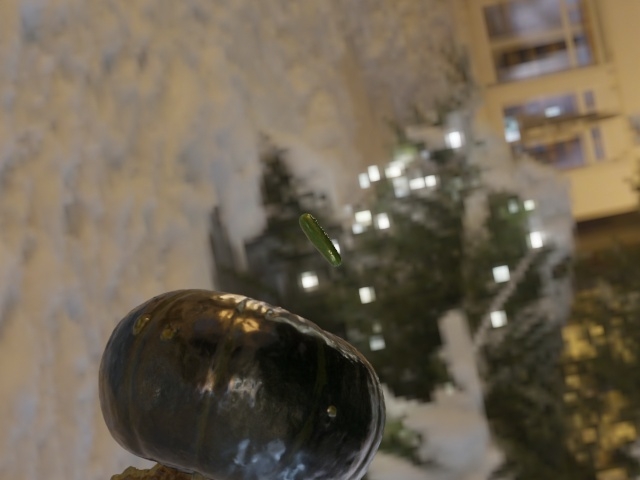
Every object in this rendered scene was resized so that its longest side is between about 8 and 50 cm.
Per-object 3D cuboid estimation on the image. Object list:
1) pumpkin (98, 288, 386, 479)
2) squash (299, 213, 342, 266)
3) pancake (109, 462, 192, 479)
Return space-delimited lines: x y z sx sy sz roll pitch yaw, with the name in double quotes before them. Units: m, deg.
"pumpkin" -0.087 0.168 1.791 0.300 0.300 0.207 54 56 -74
"squash" 0.000 -0.001 2.377 0.089 0.027 0.027 51 -3 20
"pancake" -0.161 0.309 2.239 0.033 0.288 0.286 50 24 -59
